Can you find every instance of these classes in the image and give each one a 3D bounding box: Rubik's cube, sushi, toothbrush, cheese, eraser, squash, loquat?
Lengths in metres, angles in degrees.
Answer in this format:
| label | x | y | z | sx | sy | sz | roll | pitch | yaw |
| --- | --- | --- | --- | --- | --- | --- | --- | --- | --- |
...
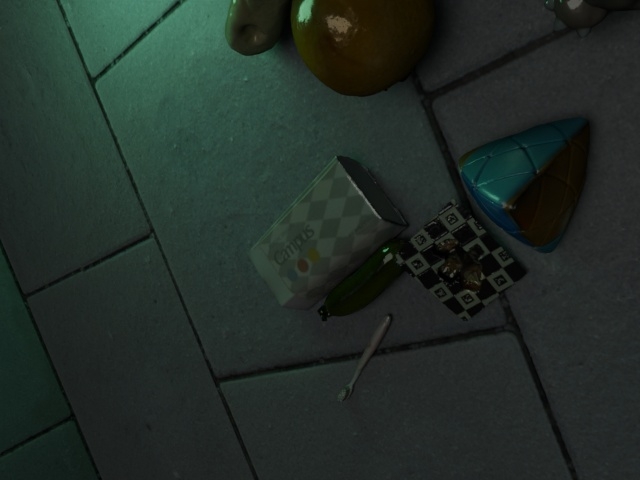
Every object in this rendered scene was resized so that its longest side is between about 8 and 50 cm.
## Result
| label | x | y | z | sx | sy | sz | roll | pitch | yaw |
| --- | --- | --- | --- | --- | --- | --- | --- | --- | --- |
| Rubik's cube | 0.356 | -0.137 | 1.006 | 0.254 | 0.254 | 0.255 | 12 | 112 | 33 |
| sushi | 0.287 | 0.040 | 1.165 | 0.210 | 0.040 | 0.193 | 43 | 121 | 1 |
| toothbrush | 0.106 | 0.297 | 1.394 | 0.025 | 0.029 | 0.307 | 41 | 124 | 27 |
| cheese | -0.115 | -0.596 | 1.180 | 0.351 | 0.129 | 0.328 | 139 | 135 | -70 |
| eraser | 0.000 | 0.000 | 1.341 | 0.397 | 0.082 | 0.213 | -43 | 78 | 37 |
| squash | 0.094 | 0.107 | 1.308 | 0.087 | 0.087 | 0.331 | 54 | 128 | 9 |
| loquat | 0.081 | -0.401 | 1.053 | 0.274 | 0.275 | 0.275 | 12 | 112 | 33 |

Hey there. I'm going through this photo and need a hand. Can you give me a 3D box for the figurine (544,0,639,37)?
| label | x | y | z | sx | sy | sz | roll | pitch | yaw |
| --- | --- | --- | --- | --- | --- | --- | --- | --- | --- |
| figurine | 0.494 | -0.454 | 0.773 | 0.380 | 0.203 | 0.248 | -12 | 122 | 22 |
